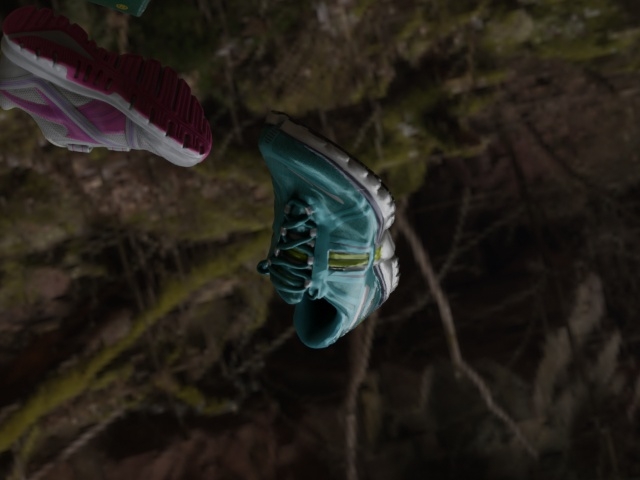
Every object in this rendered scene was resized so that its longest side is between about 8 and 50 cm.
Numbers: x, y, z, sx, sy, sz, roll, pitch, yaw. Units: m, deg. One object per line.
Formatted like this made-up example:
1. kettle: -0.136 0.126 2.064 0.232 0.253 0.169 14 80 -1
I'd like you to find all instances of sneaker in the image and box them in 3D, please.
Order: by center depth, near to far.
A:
1. sneaker: 0.000 0.000 1.174 0.107 0.275 0.110 32 -112 31
2. sneaker: -0.237 -0.146 1.503 0.111 0.252 0.103 -53 -168 37

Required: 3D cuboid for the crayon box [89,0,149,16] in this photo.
1. crayon box: -0.129 -0.225 0.620 0.203 0.083 0.323 16 159 -17
